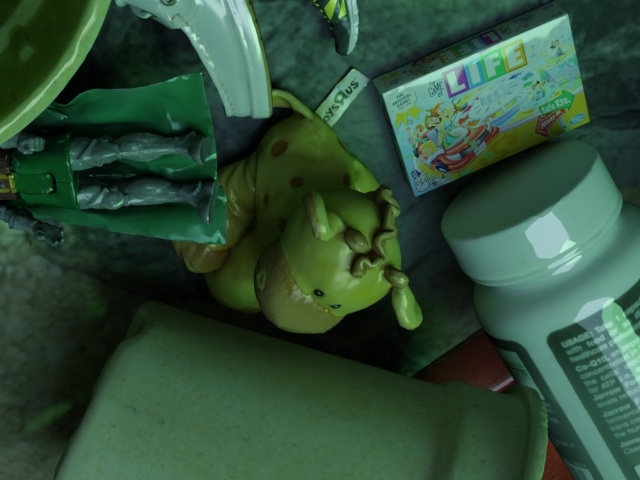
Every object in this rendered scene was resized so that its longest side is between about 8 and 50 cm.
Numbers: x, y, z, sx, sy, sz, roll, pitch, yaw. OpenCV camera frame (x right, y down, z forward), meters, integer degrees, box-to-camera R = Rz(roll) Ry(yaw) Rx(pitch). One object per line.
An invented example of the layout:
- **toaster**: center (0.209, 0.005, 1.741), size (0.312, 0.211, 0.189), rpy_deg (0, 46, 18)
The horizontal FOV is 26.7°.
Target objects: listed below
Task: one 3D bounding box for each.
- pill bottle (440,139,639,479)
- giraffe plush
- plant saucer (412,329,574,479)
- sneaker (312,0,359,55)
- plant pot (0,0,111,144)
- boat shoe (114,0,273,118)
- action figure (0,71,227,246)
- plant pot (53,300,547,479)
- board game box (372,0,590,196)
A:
- **pill bottle**: center (0.224, 0.070, 1.089), size (0.161, 0.161, 0.283), rpy_deg (-31, 109, 3)
- **giraffe plush**: center (0.000, 0.000, 0.988), size (0.181, 0.170, 0.210), rpy_deg (13, 118, -26)
- **plant saucer**: center (0.191, 0.187, 1.266), size (0.259, 0.047, 0.258), rpy_deg (-36, 128, 6)
- **sneaker**: center (0.009, -0.172, 0.965), size (0.035, 0.031, 0.083), rpy_deg (-3, 121, -1)
- **plant pot**: center (-0.260, -0.203, 0.701), size (0.276, 0.254, 0.276), rpy_deg (-9, 125, -13)
- **boat shoe**: center (-0.110, -0.191, 0.868), size (0.096, 0.098, 0.277), rpy_deg (-24, 119, -2)
- **action figure**: center (-0.187, -0.047, 0.924), size (0.232, 0.063, 0.137), rpy_deg (0, 121, 9)
- **plant pot**: center (-0.041, 0.203, 1.021), size (0.306, 0.334, 0.333), rpy_deg (24, 115, -2)
- **board game box**: center (0.127, -0.109, 1.049), size (0.154, 0.026, 0.103), rpy_deg (-24, 128, -3)
